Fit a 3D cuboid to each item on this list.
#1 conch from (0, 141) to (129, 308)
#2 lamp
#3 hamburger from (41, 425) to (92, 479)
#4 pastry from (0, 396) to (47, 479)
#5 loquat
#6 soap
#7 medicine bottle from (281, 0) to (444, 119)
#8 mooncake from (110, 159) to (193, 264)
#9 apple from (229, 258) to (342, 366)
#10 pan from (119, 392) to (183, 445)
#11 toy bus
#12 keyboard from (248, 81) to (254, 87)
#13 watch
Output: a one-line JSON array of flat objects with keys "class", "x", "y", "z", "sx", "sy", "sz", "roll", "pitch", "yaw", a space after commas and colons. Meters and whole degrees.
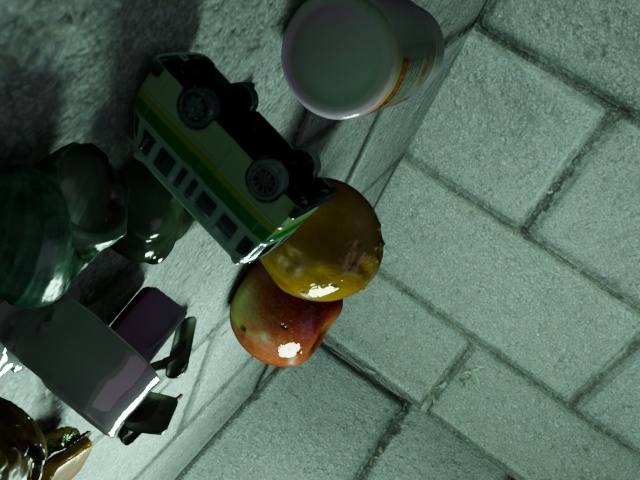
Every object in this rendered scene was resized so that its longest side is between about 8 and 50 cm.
[{"class": "conch", "x": -0.319, "y": -0.022, "z": 0.740, "sx": 0.202, "sy": 0.134, "sz": 0.196, "roll": 42, "pitch": 43, "yaw": -74}, {"class": "lamp", "x": -0.385, "y": 0.319, "z": 1.619, "sx": 0.203, "sy": 0.125, "sz": 0.283, "roll": -75, "pitch": -174, "yaw": -53}, {"class": "hamburger", "x": -0.525, "y": 0.425, "z": 1.310, "sx": 0.137, "sy": 0.087, "sz": 0.166, "roll": -57, "pitch": 170, "yaw": 9}, {"class": "pastry", "x": -0.497, "y": 0.317, "z": 0.778, "sx": 0.356, "sy": 0.164, "sz": 0.356, "roll": -35, "pitch": 165, "yaw": -11}, {"class": "loquat", "x": 0.000, "y": 0.000, "z": 1.671, "sx": 0.328, "sy": 0.328, "sz": 0.328, "roll": -52, "pitch": 169, "yaw": -14}, {"class": "soap", "x": -0.327, "y": 0.169, "z": 1.163, "sx": 0.181, "sy": 0.081, "sz": 0.259, "roll": -54, "pitch": -169, "yaw": -13}, {"class": "medicine bottle", "x": 0.099, "y": -0.360, "z": 1.273, "sx": 0.219, "sy": 0.219, "sz": 0.388, "roll": -60, "pitch": 169, "yaw": 27}, {"class": "mooncake", "x": -0.255, "y": -0.046, "z": 1.009, "sx": 0.168, "sy": 0.104, "sz": 0.175, "roll": -64, "pitch": 171, "yaw": 13}, {"class": "apple", "x": -0.097, "y": 0.192, "z": 1.943, "sx": 0.348, "sy": 0.277, "sz": 0.348, "roll": -51, "pitch": 169, "yaw": -15}, {"class": "pan", "x": -0.468, "y": 0.478, "z": 1.836, "sx": 0.212, "sy": 0.040, "sz": 0.115, "roll": -36, "pitch": 159, "yaw": -40}, {"class": "toy bus", "x": -0.132, "y": -0.109, "z": 0.898, "sx": 0.164, "sy": 0.276, "sz": 0.134, "roll": -47, "pitch": 173, "yaw": 27}, {"class": "keyboard", "x": -0.151, "y": -0.199, "z": 1.219, "sx": 0.061, "sy": 0.013, "sz": 0.204, "roll": -48, "pitch": 168, "yaw": -33}, {"class": "watch", "x": -0.351, "y": 0.169, "z": 0.897, "sx": 0.196, "sy": 0.231, "sz": 0.244, "roll": -49, "pitch": 172, "yaw": -22}]
